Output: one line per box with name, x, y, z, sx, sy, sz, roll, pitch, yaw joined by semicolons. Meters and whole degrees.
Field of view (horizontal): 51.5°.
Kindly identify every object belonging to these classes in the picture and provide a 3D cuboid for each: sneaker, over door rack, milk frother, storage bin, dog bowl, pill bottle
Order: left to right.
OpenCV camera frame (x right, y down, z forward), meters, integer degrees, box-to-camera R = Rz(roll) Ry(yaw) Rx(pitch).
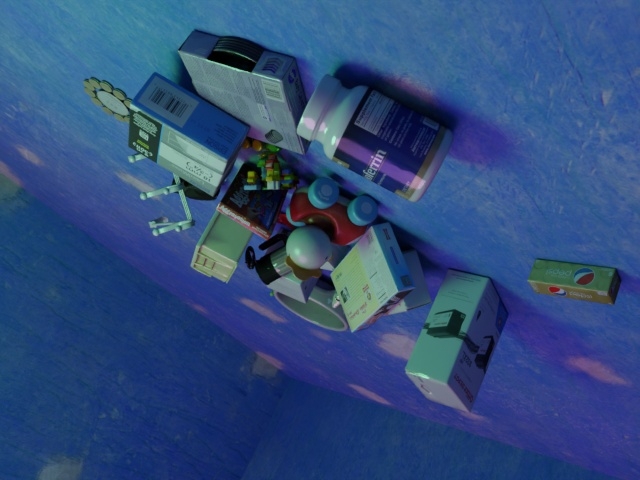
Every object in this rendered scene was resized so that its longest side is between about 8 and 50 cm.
over door rack;-0.488;-0.142;1.945;0.324;0.108;0.240;6;113;60
sneaker;-0.339;-0.173;1.941;0.130;0.109;0.286;27;169;-25
storage bin;-0.251;-0.035;1.898;0.123;0.262;0.260;28;160;-7
milk frother;-0.137;0.051;1.949;0.129;0.134;0.143;62;-165;1
dog bowl;-0.017;0.216;2.431;0.348;0.102;0.349;24;160;9
pill bottle;0.099;-0.195;1.238;0.264;0.153;0.153;28;160;1

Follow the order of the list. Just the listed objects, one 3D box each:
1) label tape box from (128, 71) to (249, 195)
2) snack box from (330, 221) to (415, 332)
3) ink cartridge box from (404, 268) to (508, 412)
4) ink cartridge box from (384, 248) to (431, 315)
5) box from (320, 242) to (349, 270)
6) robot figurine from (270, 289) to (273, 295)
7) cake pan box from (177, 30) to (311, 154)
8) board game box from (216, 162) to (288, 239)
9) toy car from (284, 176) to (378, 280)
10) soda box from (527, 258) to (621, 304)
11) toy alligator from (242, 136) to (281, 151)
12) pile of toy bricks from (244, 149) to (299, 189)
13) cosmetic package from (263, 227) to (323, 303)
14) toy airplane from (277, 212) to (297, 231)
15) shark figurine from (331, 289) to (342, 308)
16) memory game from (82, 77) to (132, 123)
label tape box;-0.322;-0.220;1.569;0.240;0.106;0.334;30;157;-6
snack box;0.132;0.108;1.792;0.060;0.187;0.322;-11;159;-25
ink cartridge box;0.370;0.269;1.774;0.128;0.308;0.223;13;155;36
ink cartridge box;0.200;0.122;1.842;0.212;0.093;0.155;-29;78;66
box;0.009;0.026;1.964;0.101;0.087;0.102;9;153;41
robot figurine;-0.145;0.202;2.604;0.101;0.067;0.115;6;154;19
cake pan box;-0.149;-0.309;1.400;0.245;0.070;0.267;18;158;19
board game box;-0.167;-0.105;1.689;0.145;0.281;0.027;30;115;-9
toy car;0.000;0.000;1.672;0.210;0.238;0.219;23;161;-15
soda box;0.557;0.090;1.465;0.181;0.061;0.058;8;152;42
toy alligator;-0.170;-0.250;1.594;0.189;0.056;0.052;15;114;33
pile of toy bricks;-0.125;-0.177;1.632;0.117;0.105;0.212;0;-176;16
cosmetic package;-0.088;0.083;2.130;0.151;0.151;0.184;22;160;14
toy airplane;-0.089;-0.045;2.002;0.151;0.028;0.151;26;161;10
shark figurine;0.176;0.128;2.032;0.278;0.167;0.116;0;176;20
memory game;-0.571;-0.382;1.831;0.186;0.012;0.186;25;159;10
